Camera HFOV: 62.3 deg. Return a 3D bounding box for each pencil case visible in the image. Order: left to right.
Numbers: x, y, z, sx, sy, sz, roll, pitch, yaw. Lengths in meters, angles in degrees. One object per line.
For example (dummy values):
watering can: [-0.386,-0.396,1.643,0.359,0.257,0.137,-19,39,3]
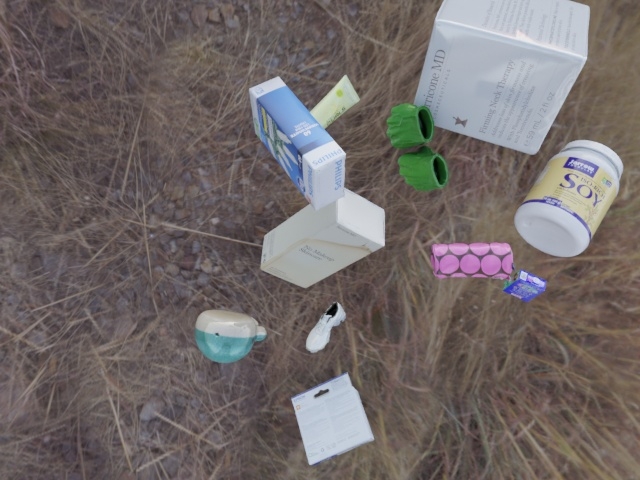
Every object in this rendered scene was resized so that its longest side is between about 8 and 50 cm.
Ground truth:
pencil case: [0.395,0.056,1.387,0.209,0.095,0.098,0,100,8]

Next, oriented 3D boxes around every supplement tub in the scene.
supplement tub: [0.816,-0.139,1.735,0.241,0.241,0.331,42,73,-14]

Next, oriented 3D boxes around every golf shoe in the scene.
golf shoe: [0.008,0.263,1.647,0.176,0.069,0.086,-52,150,-27]

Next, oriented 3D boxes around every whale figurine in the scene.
whale figurine: [-0.268,0.282,1.573,0.216,0.272,0.141,9,87,6]

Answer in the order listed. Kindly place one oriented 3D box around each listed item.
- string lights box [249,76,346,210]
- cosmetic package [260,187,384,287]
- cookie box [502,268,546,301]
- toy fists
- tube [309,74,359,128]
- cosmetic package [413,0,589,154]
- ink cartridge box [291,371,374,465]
string lights box: [-0.048,-0.202,1.093,0.076,0.133,0.260,-28,60,-16]
cosmetic package: [0.000,0.000,1.344,0.160,0.309,0.113,25,53,-30]
cookie box: [0.652,0.146,1.700,0.091,0.107,0.040,24,62,1]
toy fists: [0.288,-0.278,1.593,0.096,0.142,0.279,-39,117,-32]
tube: [0.012,-0.369,1.538,0.240,0.070,0.062,-44,78,-10]
cosmetic package: [0.517,-0.519,1.558,0.393,0.330,0.328,19,51,9]
ink cartridge box: [0.035,0.574,1.710,0.223,0.045,0.224,-27,58,12]
